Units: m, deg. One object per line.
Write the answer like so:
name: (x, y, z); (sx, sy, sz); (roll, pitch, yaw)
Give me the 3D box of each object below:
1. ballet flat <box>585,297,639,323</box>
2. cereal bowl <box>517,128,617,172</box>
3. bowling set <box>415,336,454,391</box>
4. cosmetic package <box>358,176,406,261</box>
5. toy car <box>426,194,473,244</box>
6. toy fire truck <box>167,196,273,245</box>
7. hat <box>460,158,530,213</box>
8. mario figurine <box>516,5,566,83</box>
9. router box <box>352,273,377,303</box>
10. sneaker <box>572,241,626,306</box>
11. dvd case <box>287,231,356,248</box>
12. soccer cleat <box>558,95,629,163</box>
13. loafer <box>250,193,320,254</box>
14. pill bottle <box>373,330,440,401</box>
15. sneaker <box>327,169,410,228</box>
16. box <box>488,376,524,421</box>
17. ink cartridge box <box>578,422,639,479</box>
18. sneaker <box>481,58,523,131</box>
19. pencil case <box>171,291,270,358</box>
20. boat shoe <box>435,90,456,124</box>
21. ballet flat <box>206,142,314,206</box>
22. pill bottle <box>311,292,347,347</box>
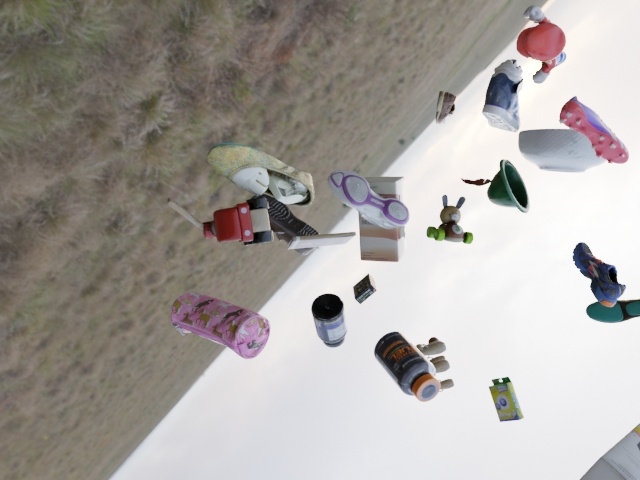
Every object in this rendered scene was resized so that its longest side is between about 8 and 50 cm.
ballet flat: (1.058, 0.240, 1.829); (0.248, 0.086, 0.086); (-13, -154, 46)
cereal bowl: (0.914, -0.329, 1.980); (0.339, 0.339, 0.141); (-45, 140, -83)
bowling set: (0.491, 0.538, 2.400); (0.154, 0.287, 0.200); (-16, -156, 3)
cosmetic package: (0.226, -0.080, 1.937); (0.153, 0.296, 0.129); (1, -165, 22)
toy car: (0.535, -0.090, 2.151); (0.149, 0.155, 0.188); (-143, -120, -75)
toy fire truck: (-0.270, -0.055, 1.407); (0.246, 0.158, 0.217); (-9, -179, -18)
hat: (0.504, -0.132, 1.583); (0.183, 0.173, 0.208); (-24, 179, 35)
mario figurine: (0.714, -0.643, 1.746); (0.170, 0.198, 0.320); (-44, 167, 32)
router box: (0.181, 0.198, 2.176); (0.092, 0.038, 0.122); (-41, -165, 13)
sneaker: (0.837, 0.089, 1.579); (0.087, 0.083, 0.221); (-53, -140, 39)
dvd case: (0.000, 0.000, 1.878); (0.221, 0.018, 0.164); (-6, 170, -12)
soccer cleat: (0.813, -0.324, 1.551); (0.095, 0.248, 0.083); (-52, 180, -20)
loafer: (-0.170, -0.059, 2.258); (0.134, 0.366, 0.130); (-32, 156, -48)
pill bottle: (0.284, 0.410, 1.706); (0.130, 0.130, 0.245); (-48, -146, 2)
sneaker: (0.145, -0.122, 1.784); (0.114, 0.305, 0.152); (-62, -169, -21)
box: (0.793, 0.682, 2.271); (0.043, 0.179, 0.105); (-2, 161, -35)
ink cartridge box: (0.803, 0.608, 1.378); (0.306, 0.131, 0.226); (-15, 134, -35)
sneaker: (0.717, -0.553, 2.000); (0.323, 0.130, 0.236); (7, 103, -59)
pencil case: (-0.357, 0.294, 1.868); (0.160, 0.386, 0.167); (41, 65, -50)
boat shoe: (0.421, -0.438, 1.776); (0.178, 0.060, 0.064); (59, 42, -73)
ballet flat: (-0.141, -0.162, 1.408); (0.348, 0.123, 0.123); (14, 126, -48)
pill bottle: (0.038, 0.306, 1.973); (0.123, 0.123, 0.219); (-47, 148, -28)
